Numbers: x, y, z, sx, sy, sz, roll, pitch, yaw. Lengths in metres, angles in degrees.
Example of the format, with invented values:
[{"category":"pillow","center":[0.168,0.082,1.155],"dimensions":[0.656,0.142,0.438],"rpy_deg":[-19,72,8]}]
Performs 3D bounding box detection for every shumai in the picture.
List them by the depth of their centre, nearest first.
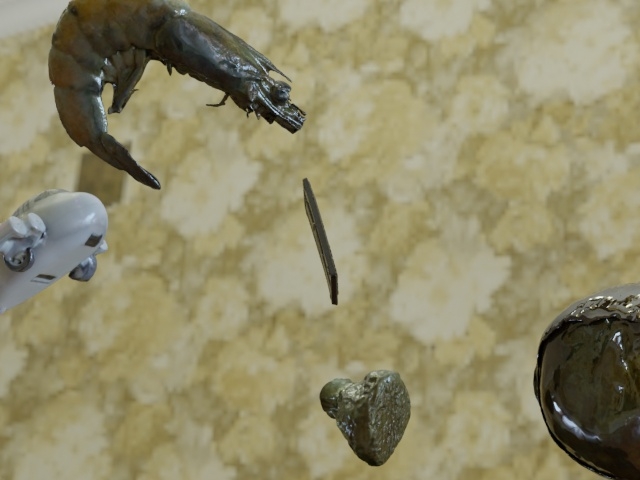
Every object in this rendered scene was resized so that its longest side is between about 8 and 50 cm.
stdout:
[{"category":"shumai","center":[0.030,0.145,1.287],"dimensions":[0.080,0.082,0.083],"rpy_deg":[11,-65,31]}]

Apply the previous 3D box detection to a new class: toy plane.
[{"category":"toy plane","center":[-0.269,0.009,1.371],"dimensions":[0.174,0.080,0.174],"rpy_deg":[-23,-17,-8]}]

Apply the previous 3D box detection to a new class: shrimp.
[{"category":"shrimp","center":[-0.124,-0.119,1.238],"dimensions":[0.217,0.150,0.051],"rpy_deg":[27,4,-5]}]

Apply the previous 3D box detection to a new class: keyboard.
[{"category":"keyboard","center":[0.000,0.000,1.634],"dimensions":[0.010,0.155,0.053],"rpy_deg":[-10,-42,-7]}]

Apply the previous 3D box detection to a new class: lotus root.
[{"category":"lotus root","center":[0.276,0.104,1.119],"dimensions":[0.152,0.160,0.275],"rpy_deg":[-21,9,-32]}]
